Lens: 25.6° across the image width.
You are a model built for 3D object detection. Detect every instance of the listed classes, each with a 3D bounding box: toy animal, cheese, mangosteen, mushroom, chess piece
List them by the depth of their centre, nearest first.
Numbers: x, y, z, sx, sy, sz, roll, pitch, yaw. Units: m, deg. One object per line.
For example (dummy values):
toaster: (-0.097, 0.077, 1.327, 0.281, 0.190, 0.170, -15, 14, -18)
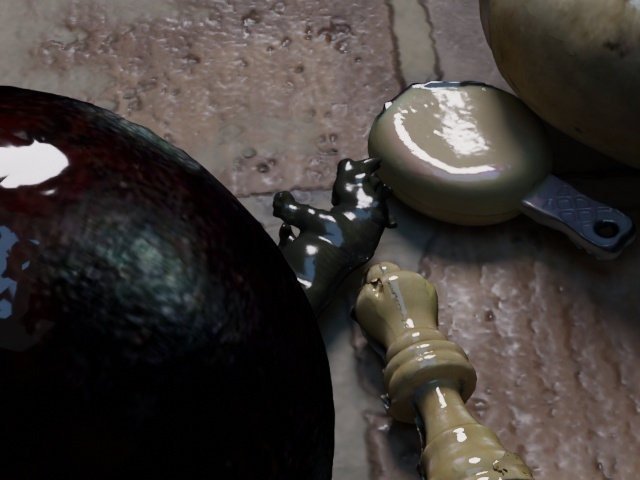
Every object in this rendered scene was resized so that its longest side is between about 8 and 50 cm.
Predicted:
mangosteen: (-0.144, 0.094, 0.573, 0.300, 0.300, 0.300, 0, 48, 0)
chess piece: (0.057, 0.078, 0.737, 0.060, 0.060, 0.172, -13, 47, -11)
toy animal: (0.000, 0.000, 0.805, 0.065, 0.047, 0.135, 22, 55, 27)
mushroom: (0.213, -0.145, 0.842, 0.255, 0.184, 0.255, 1, 50, -2)
cheese: (0.111, -0.043, 0.847, 0.171, 0.047, 0.092, 16, 53, 15)
